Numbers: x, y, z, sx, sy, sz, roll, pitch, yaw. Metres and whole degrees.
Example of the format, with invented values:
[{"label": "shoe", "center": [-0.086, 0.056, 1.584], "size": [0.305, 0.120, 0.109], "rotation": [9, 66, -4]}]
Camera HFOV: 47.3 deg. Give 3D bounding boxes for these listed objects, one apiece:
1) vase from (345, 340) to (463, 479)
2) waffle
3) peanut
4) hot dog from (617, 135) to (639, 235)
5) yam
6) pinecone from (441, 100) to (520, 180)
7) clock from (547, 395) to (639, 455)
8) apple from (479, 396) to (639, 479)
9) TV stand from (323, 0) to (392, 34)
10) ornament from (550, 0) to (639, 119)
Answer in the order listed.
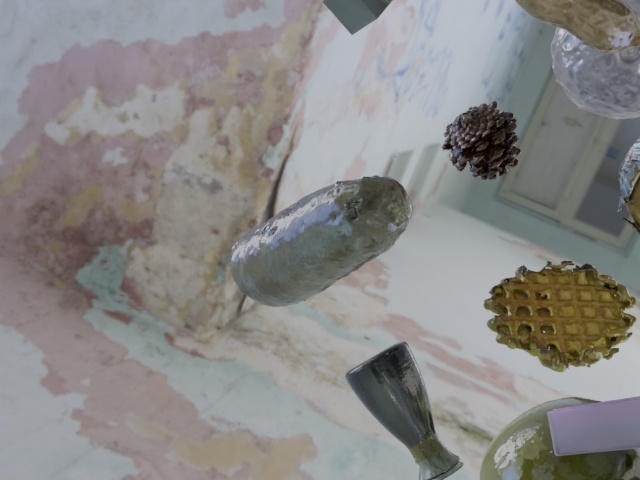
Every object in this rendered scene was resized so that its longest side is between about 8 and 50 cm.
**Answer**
[{"label": "vase", "center": [0.207, 0.415, 1.735], "size": [0.321, 0.173, 0.173], "rotation": [60, -156, 8]}, {"label": "waffle", "center": [0.471, 0.136, 1.438], "size": [0.281, 0.060, 0.262], "rotation": [-37, -124, -24]}, {"label": "peanut", "center": [0.392, -0.352, 1.104], "size": [0.228, 0.085, 0.104], "rotation": [30, -143, -1]}, {"label": "hot dog", "center": [0.498, -0.049, 0.980], "size": [0.270, 0.162, 0.082], "rotation": [38, 173, -29]}, {"label": "yam", "center": [0.000, 0.000, 0.965], "size": [0.133, 0.133, 0.330], "rotation": [13, 155, -30]}, {"label": "pinecone", "center": [0.339, -0.200, 1.508], "size": [0.174, 0.173, 0.173], "rotation": [20, -165, -6]}, {"label": "clock", "center": [0.422, 0.237, 0.962], "size": [0.150, 0.063, 0.197], "rotation": [8, 158, -45]}, {"label": "apple", "center": [0.659, 0.637, 1.908], "size": [0.474, 0.473, 0.473], "rotation": [20, -165, -6]}, {"label": "TV stand", "center": [0.122, -0.479, 1.262], "size": [0.083, 0.269, 0.088], "rotation": [45, 155, -19]}, {"label": "ornament", "center": [0.702, -0.435, 1.682], "size": [0.337, 0.337, 0.337], "rotation": [20, -165, -6]}]
